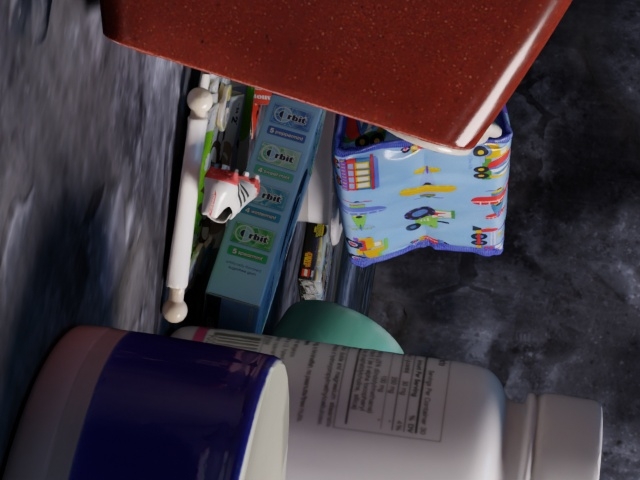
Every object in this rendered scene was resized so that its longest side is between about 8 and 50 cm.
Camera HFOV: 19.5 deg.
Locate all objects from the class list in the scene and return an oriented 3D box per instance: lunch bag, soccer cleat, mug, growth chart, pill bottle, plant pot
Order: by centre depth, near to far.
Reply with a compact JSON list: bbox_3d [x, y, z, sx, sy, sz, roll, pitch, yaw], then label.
[{"bbox_3d":[0.026,-0.188,0.901,0.267,0.267,0.236,-59,167,-78],"label":"plant pot"},{"bbox_3d":[-0.058,-0.028,1.161,0.083,0.029,0.036,9,99,-82],"label":"soccer cleat"},{"bbox_3d":[0.033,0.151,1.206,0.160,0.283,0.160,8,90,-85],"label":"pill bottle"},{"bbox_3d":[-0.071,-0.054,1.244,0.237,0.021,0.172,-69,167,-67],"label":"growth chart"},{"bbox_3d":[0.073,-0.158,1.520,0.221,0.138,0.293,81,5,-66],"label":"lunch bag"},{"bbox_3d":[0.002,0.139,1.737,0.158,0.129,0.097,98,18,-57],"label":"mug"}]

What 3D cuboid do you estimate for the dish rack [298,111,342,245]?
[{"bbox_3d":[0.005,-0.195,1.616,0.333,0.072,0.286,93,8,-45],"label":"dish rack"}]

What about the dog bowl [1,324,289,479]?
[{"bbox_3d":[-0.087,0.178,0.908,0.265,0.104,0.265,8,90,-86],"label":"dog bowl"}]

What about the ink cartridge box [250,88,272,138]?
[{"bbox_3d":[-0.036,-0.139,1.453,0.063,0.029,0.115,-78,173,-45],"label":"ink cartridge box"}]

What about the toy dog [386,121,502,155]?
[{"bbox_3d":[0.036,-0.189,1.231,0.334,0.220,0.161,-76,-174,-74],"label":"toy dog"}]

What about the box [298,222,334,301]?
[{"bbox_3d":[0.000,0.000,2.102,0.094,0.027,0.137,83,16,-66],"label":"box"}]

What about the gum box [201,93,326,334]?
[{"bbox_3d":[-0.041,-0.007,1.316,0.157,0.041,0.184,104,2,-63],"label":"gum box"}]
